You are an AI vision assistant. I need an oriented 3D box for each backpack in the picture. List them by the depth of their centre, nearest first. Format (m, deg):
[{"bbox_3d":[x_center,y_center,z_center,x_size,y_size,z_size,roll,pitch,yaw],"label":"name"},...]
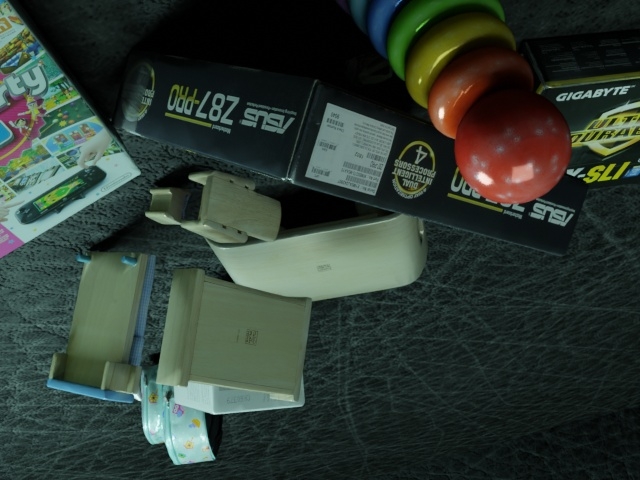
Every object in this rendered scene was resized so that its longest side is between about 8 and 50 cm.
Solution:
[{"bbox_3d":[-0.241,0.299,1.588,0.144,0.188,0.166,-12,153,-8],"label":"backpack"}]

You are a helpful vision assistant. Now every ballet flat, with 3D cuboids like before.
[{"bbox_3d":[0.082,-0.202,1.007,0.114,0.041,0.041,-25,151,15],"label":"ballet flat"}]

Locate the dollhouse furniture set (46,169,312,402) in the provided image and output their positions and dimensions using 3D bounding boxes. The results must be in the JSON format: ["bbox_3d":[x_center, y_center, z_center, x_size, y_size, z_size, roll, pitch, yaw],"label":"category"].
[{"bbox_3d":[-0.189,0.076,1.202,0.303,0.287,0.198,-1,166,42],"label":"dollhouse furniture set"}]

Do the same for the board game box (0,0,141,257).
[{"bbox_3d":[-0.336,-0.109,0.847,0.224,0.097,0.303,-32,152,-3],"label":"board game box"}]

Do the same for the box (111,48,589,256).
[{"bbox_3d":[0.033,-0.092,0.931,0.394,0.318,0.097,12,98,-42],"label":"box"}]

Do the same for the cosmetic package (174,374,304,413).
[{"bbox_3d":[-0.132,0.183,1.407,0.151,0.151,0.183,0,177,-27],"label":"cosmetic package"}]

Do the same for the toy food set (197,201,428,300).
[{"bbox_3d":[0.000,0.000,1.300,0.306,0.092,0.220,-10,153,6],"label":"toy food set"}]

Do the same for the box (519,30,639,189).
[{"bbox_3d":[0.379,-0.164,1.197,0.321,0.079,0.257,-8,153,-15],"label":"box"}]

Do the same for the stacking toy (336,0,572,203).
[{"bbox_3d":[0.106,-0.165,0.766,0.141,0.330,0.141,-15,148,-10],"label":"stacking toy"}]
